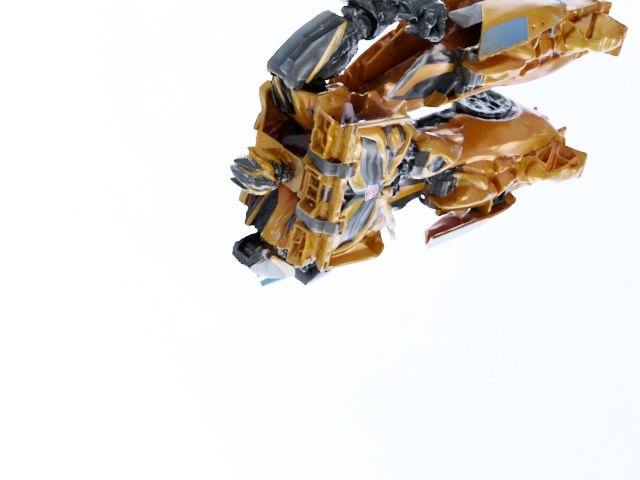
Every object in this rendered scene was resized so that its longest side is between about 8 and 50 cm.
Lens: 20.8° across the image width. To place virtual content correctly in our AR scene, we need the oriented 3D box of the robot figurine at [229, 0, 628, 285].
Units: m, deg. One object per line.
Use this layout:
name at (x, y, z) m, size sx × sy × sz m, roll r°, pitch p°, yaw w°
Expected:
robot figurine at (0.066, -0.073, 1.106) m, size 0.085 × 0.291 × 0.211 m, roll 36°, pitch -49°, yaw 32°

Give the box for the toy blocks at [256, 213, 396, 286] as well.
toy blocks at (0.000, 0.000, 1.763) m, size 0.123 × 0.148 × 0.054 m, roll 75°, pitch -10°, yaw -79°
